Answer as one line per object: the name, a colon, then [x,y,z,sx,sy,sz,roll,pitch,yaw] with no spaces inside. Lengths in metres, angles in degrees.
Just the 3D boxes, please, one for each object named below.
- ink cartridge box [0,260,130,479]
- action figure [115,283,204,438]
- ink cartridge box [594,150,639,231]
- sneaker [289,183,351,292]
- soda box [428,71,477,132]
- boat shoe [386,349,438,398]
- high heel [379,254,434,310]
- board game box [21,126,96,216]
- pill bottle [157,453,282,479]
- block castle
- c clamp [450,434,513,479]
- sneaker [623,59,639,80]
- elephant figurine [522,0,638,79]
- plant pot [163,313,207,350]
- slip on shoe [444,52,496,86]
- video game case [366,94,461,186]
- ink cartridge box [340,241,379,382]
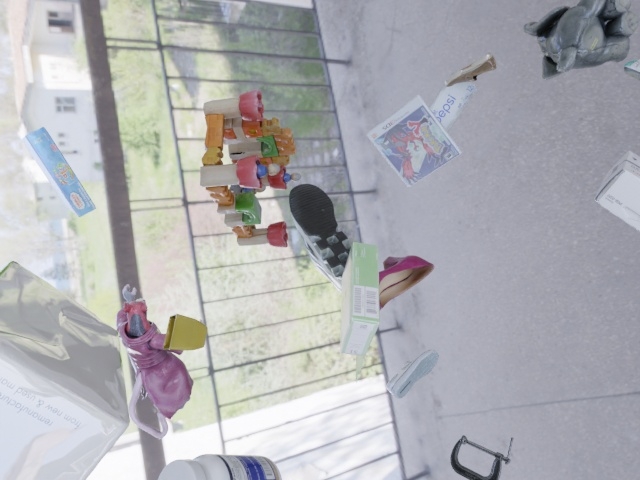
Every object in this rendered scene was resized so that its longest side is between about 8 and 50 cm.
ink cartridge box: [-0.293,0.198,0.345,0.353,0.119,0.207,-51,22,-9]
action figure: [-0.468,0.291,1.367,0.248,0.276,0.370,14,138,19]
ink cartridge box: [0.707,-0.102,1.138,0.158,0.218,0.092,39,127,15]
sneaker: [0.000,0.000,1.404,0.146,0.122,0.331,105,143,-58]
soda box: [0.348,-0.355,1.565,0.286,0.091,0.098,-56,-3,-3]
boat shoe: [0.326,0.467,1.878,0.076,0.226,0.083,25,148,55]
high heel: [0.271,0.166,1.876,0.181,0.377,0.127,4,127,30]
board game box: [-0.495,-0.129,0.976,0.211,0.039,0.160,13,133,57]
pill bottle: [-0.219,0.553,1.148,0.153,0.264,0.153,-17,61,32]
block castle: [-0.181,-0.191,1.518,0.453,0.212,0.303,74,-167,-64]
c clamp: [0.406,0.547,1.320,0.160,0.022,0.137,3,77,46]
sneaker: [0.586,-0.256,0.880,0.166,0.065,0.076,47,148,42]
elephant figurine: [0.507,-0.418,1.077,0.239,0.186,0.169,-142,54,-70]
plant pot: [-0.312,0.220,1.215,0.081,0.083,0.081,-24,55,61]
slip on shoe: [0.368,-0.408,1.276,0.135,0.051,0.041,-25,96,39]
video game case: [0.260,-0.272,1.451,0.183,0.023,0.201,-33,107,31]
ink cartridge box: [0.064,0.142,0.984,0.235,0.056,0.171,103,173,-49]
